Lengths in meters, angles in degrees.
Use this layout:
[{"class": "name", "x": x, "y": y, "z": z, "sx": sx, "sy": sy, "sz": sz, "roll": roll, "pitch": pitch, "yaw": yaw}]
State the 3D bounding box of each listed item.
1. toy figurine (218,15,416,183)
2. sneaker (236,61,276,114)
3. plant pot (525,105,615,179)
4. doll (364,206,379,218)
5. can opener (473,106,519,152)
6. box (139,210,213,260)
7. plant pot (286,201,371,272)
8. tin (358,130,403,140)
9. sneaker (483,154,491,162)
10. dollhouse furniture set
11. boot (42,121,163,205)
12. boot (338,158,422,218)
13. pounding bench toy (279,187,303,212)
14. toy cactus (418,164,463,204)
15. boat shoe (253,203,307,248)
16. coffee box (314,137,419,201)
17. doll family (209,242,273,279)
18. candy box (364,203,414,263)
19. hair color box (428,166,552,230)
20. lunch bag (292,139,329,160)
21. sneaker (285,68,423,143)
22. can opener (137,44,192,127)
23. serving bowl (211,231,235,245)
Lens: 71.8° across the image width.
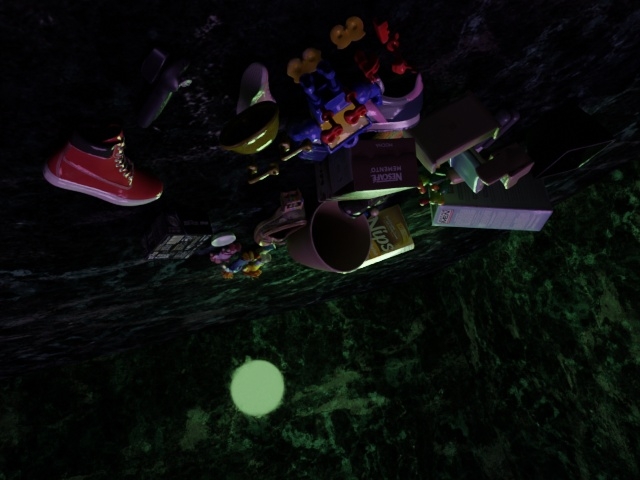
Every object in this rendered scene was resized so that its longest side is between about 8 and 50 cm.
[{"class": "toy figurine", "x": 0.018, "y": -0.213, "z": 0.850, "sx": 0.362, "sy": 0.191, "sz": 0.217, "roll": -36, "pitch": 152, "yaw": 6}, {"class": "sneaker", "x": -0.117, "y": -0.291, "z": 0.863, "sx": 0.070, "sy": 0.051, "sz": 0.134, "roll": -28, "pitch": 161, "yaw": -38}, {"class": "plant pot", "x": 0.800, "y": -0.334, "z": 1.471, "sx": 0.188, "sy": 0.167, "sz": 0.187, "roll": -16, "pitch": 162, "yaw": -13}, {"class": "doll", "x": 0.142, "y": -0.086, "z": 1.747, "sx": 0.188, "sy": 0.046, "sz": 0.129, "roll": -19, "pitch": 164, "yaw": 3}, {"class": "can opener", "x": 0.525, "y": -0.300, "z": 1.408, "sx": 0.076, "sy": 0.095, "sz": 0.283, "roll": -12, "pitch": 162, "yaw": -23}, {"class": "box", "x": -0.433, "y": -0.012, "z": 1.324, "sx": 0.147, "sy": 0.078, "sz": 0.180, "roll": -2, "pitch": 156, "yaw": -43}, {"class": "plant pot", "x": 0.000, "y": 0.000, "z": 1.596, "sx": 0.256, "sy": 0.257, "sz": 0.274, "roll": -7, "pitch": 175, "yaw": -34}, {"class": "tin", "x": 0.177, "y": -0.290, "z": 1.182, "sx": 0.106, "sy": 0.040, "sz": 0.189, "roll": 2, "pitch": 154, "yaw": -40}, {"class": "sneaker", "x": 0.623, "y": -0.227, "z": 1.679, "sx": 0.296, "sy": 0.131, "sz": 0.111, "roll": -31, "pitch": 157, "yaw": 31}, {"class": "dollhouse furniture set", "x": 0.367, "y": -0.190, "z": 1.207, "sx": 0.198, "sy": 0.286, "sz": 0.303, "roll": -29, "pitch": 157, "yaw": -3}, {"class": "boot", "x": -0.404, "y": -0.157, "z": 0.910, "sx": 0.176, "sy": 0.088, "sz": 0.244, "roll": -31, "pitch": 155, "yaw": 30}, {"class": "boot", "x": 0.196, "y": -0.184, "z": 1.426, "sx": 0.263, "sy": 0.091, "sz": 0.229, "roll": -28, "pitch": 171, "yaw": -38}, {"class": "pounding bench toy", "x": -0.091, "y": -0.120, "z": 1.395, "sx": 0.065, "sy": 0.052, "sz": 0.083, "roll": -14, "pitch": 162, "yaw": -15}, {"class": "toy cactus", "x": 0.384, "y": -0.187, "z": 1.406, "sx": 0.180, "sy": 0.219, "sz": 0.112, "roll": -8, "pitch": 122, "yaw": 15}, {"class": "boat shoe", "x": -0.144, "y": -0.037, "z": 1.527, "sx": 0.104, "sy": 0.089, "sz": 0.285, "roll": -6, "pitch": 159, "yaw": -36}, {"class": "coffee box", "x": 0.106, "y": -0.172, "z": 1.137, "sx": 0.168, "sy": 0.119, "sz": 0.297, "roll": -6, "pitch": -179, "yaw": -15}, {"class": "doll family", "x": -0.299, "y": 0.091, "z": 1.707, "sx": 0.263, "sy": 0.118, "sz": 0.163, "roll": 0, "pitch": 155, "yaw": -47}, {"class": "candy box", "x": 0.207, "y": -0.004, "z": 1.833, "sx": 0.316, "sy": 0.183, "sz": 0.087, "roll": -21, "pitch": 163, "yaw": 7}, {"class": "hair color box", "x": 0.578, "y": -0.147, "z": 1.540, "sx": 0.374, "sy": 0.185, "sz": 0.114, "roll": 4, "pitch": 144, "yaw": 2}, {"class": "lunch bag", "x": -0.016, "y": -0.241, "z": 1.077, "sx": 0.098, "sy": 0.067, "sz": 0.065, "roll": -2, "pitch": 156, "yaw": -39}, {"class": "sneaker", "x": 0.075, "y": -0.303, "z": 0.968, "sx": 0.318, "sy": 0.112, "sz": 0.131, "roll": -15, "pitch": 142, "yaw": -13}, {"class": "can opener", "x": -0.281, "y": -0.264, "z": 0.781, "sx": 0.186, "sy": 0.073, "sz": 0.059, "roll": -35, "pitch": -165, "yaw": 50}, {"class": "serving bowl", "x": -0.335, "y": -0.010, "z": 1.517, "sx": 0.083, "sy": 0.027, "sz": 0.083, "roll": -17, "pitch": 163, "yaw": -5}]
